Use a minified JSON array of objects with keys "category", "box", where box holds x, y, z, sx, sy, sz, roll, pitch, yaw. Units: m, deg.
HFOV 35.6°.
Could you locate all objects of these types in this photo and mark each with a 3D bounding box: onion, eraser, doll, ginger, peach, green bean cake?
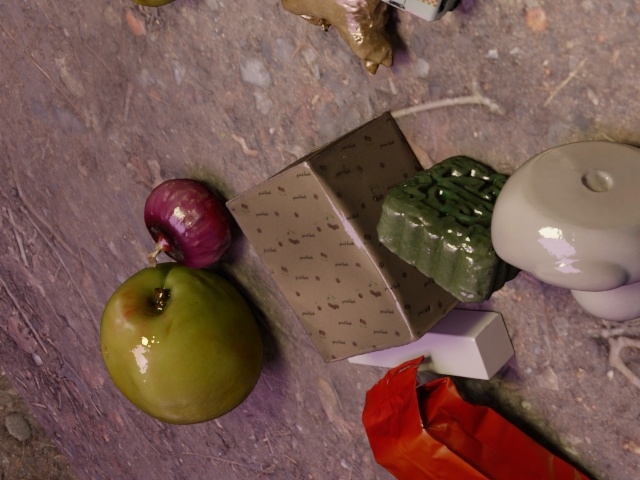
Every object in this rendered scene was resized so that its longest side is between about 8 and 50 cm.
[{"category":"onion","box":[-0.244,-0.030,1.821,0.177,0.153,0.177,16,117,34]},{"category":"eraser","box":[0.159,0.157,1.589,0.298,0.076,0.078,1,119,48]},{"category":"doll","box":[0.330,0.002,1.196,0.251,0.221,0.221,3,127,7]},{"category":"ginger","box":[0.030,-0.329,1.348,0.213,0.074,0.137,44,140,21]},{"category":"peach","box":[-0.255,0.197,1.898,0.281,0.314,0.316,-2,122,31]},{"category":"green bean cake","box":[0.191,-0.024,1.321,0.185,0.183,0.094,33,137,29]}]

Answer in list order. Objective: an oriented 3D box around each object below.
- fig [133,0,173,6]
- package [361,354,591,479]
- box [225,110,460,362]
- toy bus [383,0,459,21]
[{"category":"fig","box":[-0.259,-0.433,1.547,0.153,0.120,0.136,54,156,41]},{"category":"package","box":[0.254,0.361,1.550,0.423,0.123,0.196,38,143,1]},{"category":"box","box":[0.052,-0.002,1.488,0.225,0.190,0.297,-22,102,52]},{"category":"toy bus","box":[0.084,-0.344,1.235,0.194,0.089,0.087,28,135,8]}]
